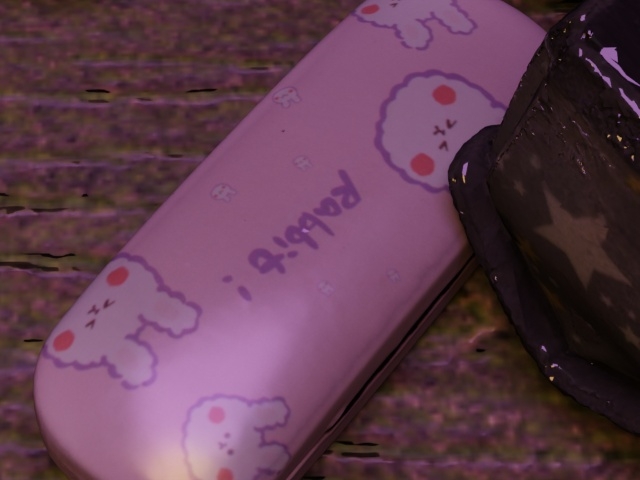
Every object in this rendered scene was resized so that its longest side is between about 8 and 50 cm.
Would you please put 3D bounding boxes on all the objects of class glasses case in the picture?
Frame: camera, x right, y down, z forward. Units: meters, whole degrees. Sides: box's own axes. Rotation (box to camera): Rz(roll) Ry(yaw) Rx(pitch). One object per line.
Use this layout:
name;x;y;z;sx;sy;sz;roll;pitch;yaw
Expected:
glasses case;0.000;0.000;0.814;0.113;0.075;0.297;33;63;14

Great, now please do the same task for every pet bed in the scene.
pet bed;0.181;-0.028;0.794;0.183;0.159;0.211;45;55;11
